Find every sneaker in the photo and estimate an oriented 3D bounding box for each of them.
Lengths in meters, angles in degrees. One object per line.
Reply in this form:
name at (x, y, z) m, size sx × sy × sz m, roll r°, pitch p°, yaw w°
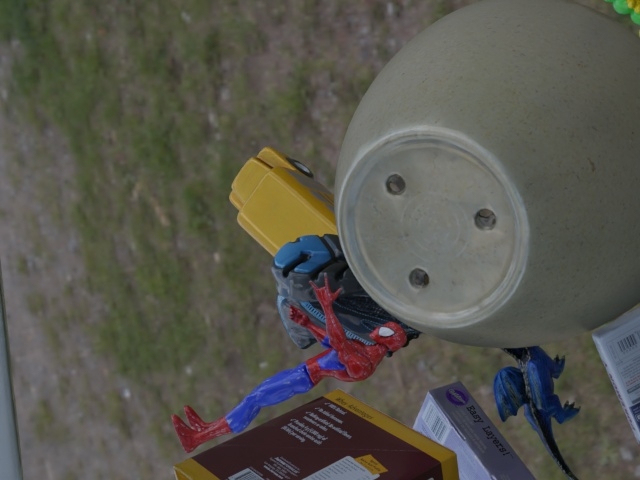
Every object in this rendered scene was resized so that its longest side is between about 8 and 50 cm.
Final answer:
sneaker at (0.113, 0.070, 1.510) m, size 0.125 × 0.341 × 0.139 m, roll -74°, pitch -16°, yaw -55°

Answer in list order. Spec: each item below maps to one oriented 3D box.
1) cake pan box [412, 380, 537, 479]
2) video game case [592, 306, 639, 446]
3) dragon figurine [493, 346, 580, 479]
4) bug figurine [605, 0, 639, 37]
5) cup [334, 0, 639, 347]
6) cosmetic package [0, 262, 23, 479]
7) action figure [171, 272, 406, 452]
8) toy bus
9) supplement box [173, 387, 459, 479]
cake pan box at (0.206, 0.368, 1.723) m, size 0.267 × 0.070 × 0.245 m, roll 52°, pitch 140°, yaw 35°
video game case at (0.388, 0.125, 1.201) m, size 0.183 × 0.201 × 0.023 m, roll 64°, pitch 172°, yaw -13°
dragon figurine at (0.313, 0.226, 1.812) m, size 0.085 × 0.144 × 0.289 m, roll -22°, pitch 62°, yaw 33°
bug figurine at (0.311, -0.177, 0.903) m, size 0.216 × 0.279 × 0.072 m, roll 39°, pitch 151°, yaw -2°
cup at (0.143, -0.037, 1.068) m, size 0.331 × 0.237 × 0.331 m, roll 9°, pitch 110°, yaw 26°
cosmetic package at (-0.440, 0.107, 0.931) m, size 0.393 × 0.329 × 0.327 m, roll -47°, pitch 49°, yaw 53°
action figure at (-0.044, 0.128, 1.390) m, size 0.091 × 0.280 × 0.139 m, roll -33°, pitch -78°, yaw -82°
toy bus at (0.000, 0.000, 1.692) m, size 0.333 × 0.130 × 0.108 m, roll 42°, pitch 104°, yaw 24°
supplement box at (0.002, 0.257, 1.130) m, size 0.191 × 0.194 × 0.129 m, roll 21°, pitch 126°, yaw 53°
